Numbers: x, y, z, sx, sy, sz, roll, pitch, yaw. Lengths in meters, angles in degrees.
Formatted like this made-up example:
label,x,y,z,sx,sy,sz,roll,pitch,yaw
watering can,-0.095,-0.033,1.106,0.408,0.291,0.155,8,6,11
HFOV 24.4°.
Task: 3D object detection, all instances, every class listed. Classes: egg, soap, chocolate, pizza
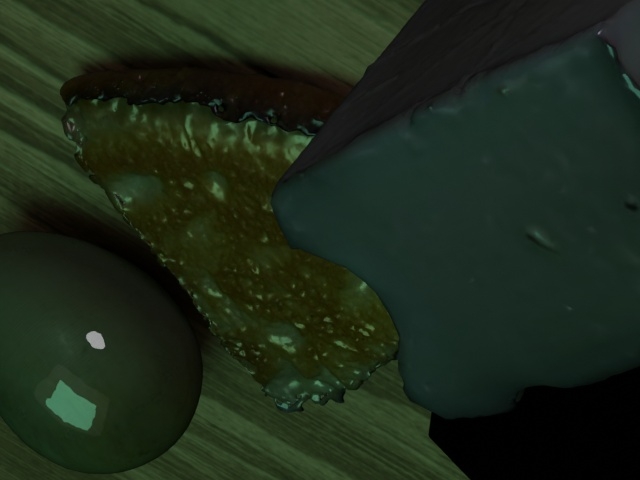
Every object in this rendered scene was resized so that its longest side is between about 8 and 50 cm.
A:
label,x,y,z,sx,sy,sz,roll,pitch,yaw
egg,-0.260,0.113,1.571,0.295,0.218,0.218,42,137,2
soap,0.216,-0.118,0.932,0.350,0.435,0.213,-19,115,44
chocolate,0.254,0.118,1.323,0.283,0.186,0.284,8,131,9
pizza,-0.002,-0.023,1.405,0.391,0.080,0.435,-15,124,38
